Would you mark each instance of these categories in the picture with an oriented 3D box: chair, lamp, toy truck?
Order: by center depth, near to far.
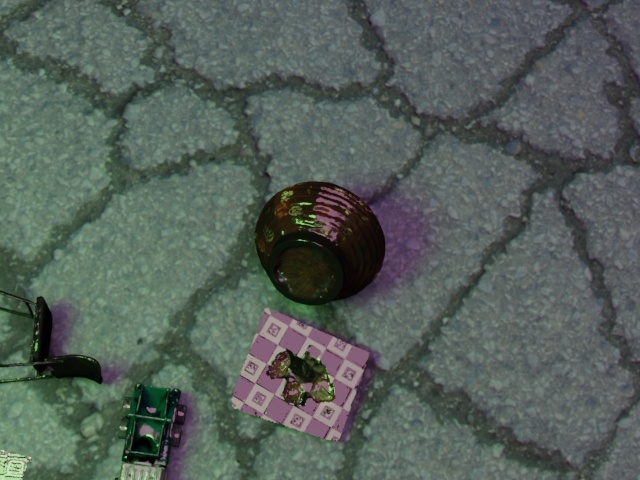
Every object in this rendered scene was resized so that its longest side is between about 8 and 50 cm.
[{"bbox_3d":[-0.297,0.348,1.800,0.110,0.116,0.216,9,69,-3],"label":"toy truck"},{"bbox_3d":[-0.486,0.173,1.835,0.221,0.140,0.145,5,70,-7],"label":"chair"},{"bbox_3d":[0.000,0.000,1.913,0.247,0.247,0.247,2,70,-6],"label":"lamp"}]

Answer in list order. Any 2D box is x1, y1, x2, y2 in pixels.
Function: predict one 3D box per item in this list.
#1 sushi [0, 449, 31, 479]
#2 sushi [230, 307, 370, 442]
[{"bbox_3d":[-0.608,0.409,1.788,0.201,0.031,0.139,13,69,-2],"label":"sushi"},{"bbox_3d":[-0.038,0.249,1.909,0.210,0.040,0.192,21,76,-1],"label":"sushi"}]
